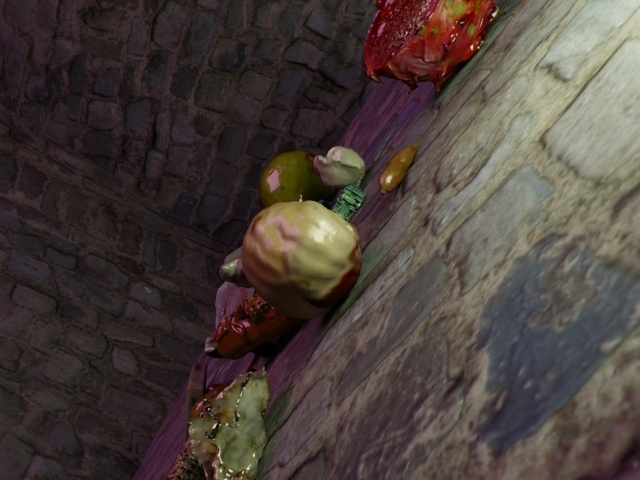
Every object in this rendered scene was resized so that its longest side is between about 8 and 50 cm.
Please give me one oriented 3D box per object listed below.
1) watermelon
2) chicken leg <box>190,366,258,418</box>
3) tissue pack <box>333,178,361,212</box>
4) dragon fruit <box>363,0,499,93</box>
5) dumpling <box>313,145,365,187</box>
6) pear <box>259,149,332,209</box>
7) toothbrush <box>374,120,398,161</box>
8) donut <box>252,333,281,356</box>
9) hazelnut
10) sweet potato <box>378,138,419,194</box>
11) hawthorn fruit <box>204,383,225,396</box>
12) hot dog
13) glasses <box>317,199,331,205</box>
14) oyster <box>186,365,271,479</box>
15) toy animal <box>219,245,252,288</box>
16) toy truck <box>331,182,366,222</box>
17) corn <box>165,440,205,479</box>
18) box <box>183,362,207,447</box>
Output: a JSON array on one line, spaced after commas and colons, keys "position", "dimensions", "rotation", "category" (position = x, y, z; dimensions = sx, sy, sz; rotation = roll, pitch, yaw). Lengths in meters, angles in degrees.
[{"position": [-0.240, 0.188, 1.856], "dimensions": [0.320, 0.214, 0.289], "rotation": [-32, -32, -45], "category": "watermelon"}, {"position": [-0.237, 0.411, 1.598], "dimensions": [0.207, 0.101, 0.085], "rotation": [-38, 4, -24], "category": "chicken leg"}, {"position": [0.073, -0.109, 1.925], "dimensions": [0.122, 0.026, 0.193], "rotation": [-61, 7, -19], "category": "tissue pack"}, {"position": [0.288, -0.544, 1.577], "dimensions": [0.386, 0.249, 0.371], "rotation": [-59, 23, 14], "category": "dragon fruit"}, {"position": [0.061, -0.230, 1.968], "dimensions": [0.250, 0.162, 0.132], "rotation": [-169, 89, -82], "category": "dumpling"}, {"position": [-0.095, -0.181, 2.397], "dimensions": [0.287, 0.287, 0.375], "rotation": [-50, 32, 43], "category": "pear"}, {"position": [0.207, -0.316, 1.972], "dimensions": [0.167, 0.014, 0.011], "rotation": [-60, 17, -21], "category": "toothbrush"}, {"position": [-0.149, 0.259, 1.714], "dimensions": [0.140, 0.059, 0.140], "rotation": [-55, 9, 13], "category": "donut"}, {"position": [-0.036, 0.028, 1.281], "dimensions": [0.261, 0.261, 0.241], "rotation": [-49, 10, 45], "category": "hazelnut"}, {"position": [0.184, -0.176, 1.441], "dimensions": [0.195, 0.056, 0.056], "rotation": [-55, 6, -28], "category": "sweet potato"}, {"position": [-0.294, 0.453, 1.778], "dimensions": [0.081, 0.081, 0.093], "rotation": [-61, 4, -29], "category": "hawthorn fruit"}, {"position": [-0.144, 0.177, 1.567], "dimensions": [0.349, 0.117, 0.158], "rotation": [-34, 24, 34], "category": "hot dog"}, {"position": [-0.005, -0.042, 2.025], "dimensions": [0.220, 0.088, 0.189], "rotation": [-31, -35, -61], "category": "glasses"}, {"position": [-0.159, 0.354, 1.136], "dimensions": [0.198, 0.133, 0.337], "rotation": [-54, 11, 10], "category": "oyster"}, {"position": [-0.130, 0.074, 1.671], "dimensions": [0.266, 0.188, 0.308], "rotation": [-16, 15, 1], "category": "toy animal"}, {"position": [0.061, -0.080, 1.774], "dimensions": [0.175, 0.067, 0.081], "rotation": [-57, 1, 26], "category": "toy truck"}, {"position": [-0.316, 0.554, 1.480], "dimensions": [0.086, 0.086, 0.253], "rotation": [-54, 8, 19], "category": "corn"}, {"position": [-0.374, 0.502, 1.863], "dimensions": [0.365, 0.051, 0.204], "rotation": [180, 94, -81], "category": "box"}]
